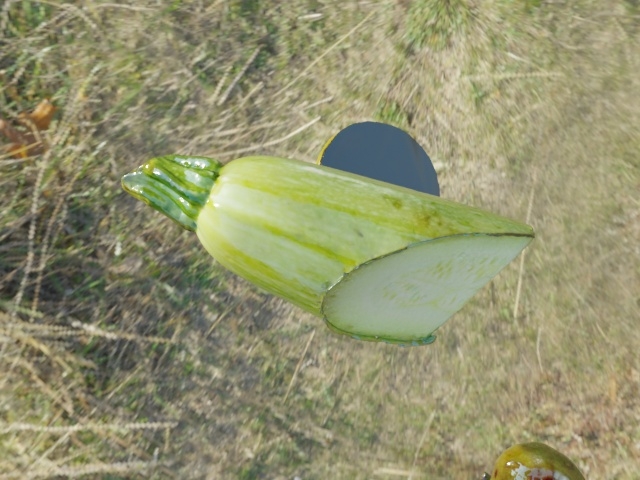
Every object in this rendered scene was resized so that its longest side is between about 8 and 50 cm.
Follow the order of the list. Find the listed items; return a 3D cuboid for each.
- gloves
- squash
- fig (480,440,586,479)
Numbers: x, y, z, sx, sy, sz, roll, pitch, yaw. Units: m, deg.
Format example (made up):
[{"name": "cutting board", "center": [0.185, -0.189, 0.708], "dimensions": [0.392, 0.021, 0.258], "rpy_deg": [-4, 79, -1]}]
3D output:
[{"name": "gloves", "center": [-0.014, -0.022, 0.964], "dimensions": [0.133, 0.294, 0.116], "rpy_deg": [35, 67, -19]}, {"name": "squash", "center": [0.001, 0.003, 0.483], "dimensions": [0.200, 0.090, 0.075], "rpy_deg": [15, 62, -15]}, {"name": "fig", "center": [0.169, 0.206, 0.784], "dimensions": [0.084, 0.098, 0.082], "rpy_deg": [26, 75, 4]}]
